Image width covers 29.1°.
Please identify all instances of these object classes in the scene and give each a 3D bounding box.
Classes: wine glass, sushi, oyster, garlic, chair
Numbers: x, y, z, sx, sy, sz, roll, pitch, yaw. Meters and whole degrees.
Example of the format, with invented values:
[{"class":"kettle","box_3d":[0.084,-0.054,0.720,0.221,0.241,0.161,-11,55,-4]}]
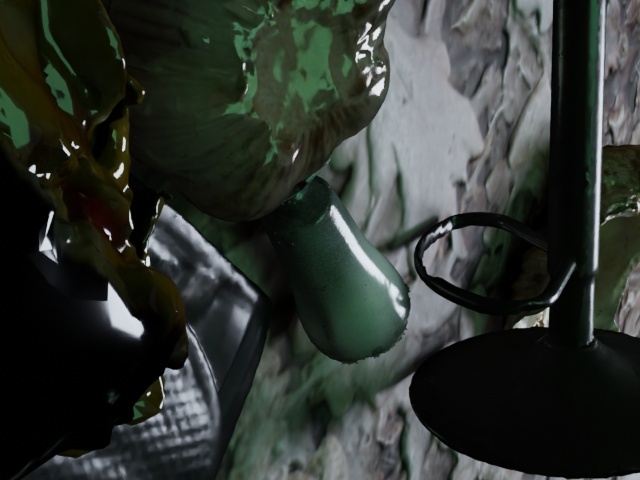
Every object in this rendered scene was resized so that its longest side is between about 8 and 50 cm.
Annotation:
[{"class":"wine glass","box_3d":[0.000,0.000,0.702,0.072,0.072,0.155,-60,143,-27]},{"class":"sushi","box_3d":[-0.140,-0.013,0.385,0.204,0.213,0.200,-47,161,-20]},{"class":"oyster","box_3d":[0.228,0.009,1.056,0.233,0.107,0.161,-52,149,-5]},{"class":"garlic","box_3d":[-0.035,-0.091,0.588,0.147,0.102,0.159,20,94,-43]},{"class":"chair","box_3d":[0.169,-0.074,0.799,0.226,0.226,0.401,-28,123,-51]}]

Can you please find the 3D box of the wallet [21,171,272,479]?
[{"class":"wallet","box_3d":[-0.126,0.133,0.583,0.247,0.041,0.323,43,67,-52]}]
